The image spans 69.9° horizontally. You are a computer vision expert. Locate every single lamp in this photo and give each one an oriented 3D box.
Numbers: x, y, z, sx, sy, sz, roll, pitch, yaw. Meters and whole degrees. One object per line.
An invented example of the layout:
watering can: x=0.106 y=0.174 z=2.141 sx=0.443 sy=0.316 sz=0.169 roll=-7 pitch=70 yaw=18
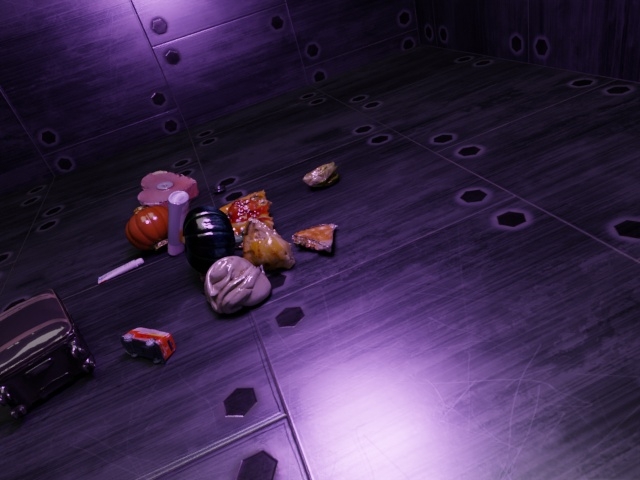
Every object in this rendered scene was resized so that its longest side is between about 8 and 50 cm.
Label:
lamp: x=-0.711 y=-0.054 z=1.938 sx=0.223 sy=0.196 sz=0.223 roll=-32 pitch=-3 yaw=-2
lamp: x=-0.612 y=-0.168 z=2.213 sx=0.130 sy=0.108 sz=0.371 roll=-5 pitch=18 yaw=40

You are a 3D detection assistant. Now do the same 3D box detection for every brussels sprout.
brussels sprout: x=0.004 y=-0.288 z=2.054 sx=0.139 sy=0.100 sz=0.181 roll=5 pitch=39 yaw=48

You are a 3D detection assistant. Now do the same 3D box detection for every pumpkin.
pumpkin: x=-0.371 y=-0.003 z=1.648 sx=0.248 sy=0.247 sz=0.248 roll=-12 pitch=33 yaw=8

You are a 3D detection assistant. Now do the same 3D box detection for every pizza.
pizza: x=-0.303 y=-0.080 z=1.852 sx=0.406 sy=0.130 sz=0.440 roll=15 pitch=45 yaw=44
pizza: x=-0.195 y=0.023 z=1.586 sx=0.188 sy=0.203 sz=0.080 roll=2 pitch=26 yaw=18
pizza: x=0.000 y=0.000 z=1.657 sx=0.185 sy=0.052 sz=0.195 roll=-18 pitch=27 yaw=-14

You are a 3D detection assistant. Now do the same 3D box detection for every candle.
candle: x=-0.760 y=-0.236 z=2.312 sx=0.288 sy=0.131 sz=0.316 roll=-16 pitch=41 yaw=-10

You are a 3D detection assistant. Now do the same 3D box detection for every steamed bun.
steamed bun: x=-0.287 y=0.127 z=1.512 sx=0.211 sy=0.144 sz=0.218 roll=-26 pitch=34 yaw=-14

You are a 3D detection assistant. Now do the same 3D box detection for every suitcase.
suitcase: x=-0.915 y=0.334 z=1.454 sx=0.283 sy=0.194 sz=0.434 roll=-34 pitch=34 yaw=-25

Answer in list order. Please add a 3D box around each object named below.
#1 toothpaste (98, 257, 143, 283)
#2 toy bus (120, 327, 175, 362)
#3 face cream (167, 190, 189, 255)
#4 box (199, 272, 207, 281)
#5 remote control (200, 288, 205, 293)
toothpaste: x=-0.820 y=0.123 z=1.879 sx=0.191 sy=0.031 sz=0.048 roll=-26 pitch=36 yaw=-7
toy bus: x=-0.530 y=0.316 z=1.408 sx=0.174 sy=0.079 sz=0.077 roll=3 pitch=29 yaw=30
face cream: x=-0.569 y=-0.067 z=1.833 sx=0.073 sy=0.269 sz=0.107 roll=23 pitch=39 yaw=8
box: x=-0.431 y=0.111 z=1.715 sx=0.048 sy=0.025 sz=0.115 roll=-23 pitch=33 yaw=-6
remote control: x=-0.383 y=0.159 z=1.629 sx=0.034 sy=0.016 sz=0.091 roll=-4 pitch=31 yaw=49
